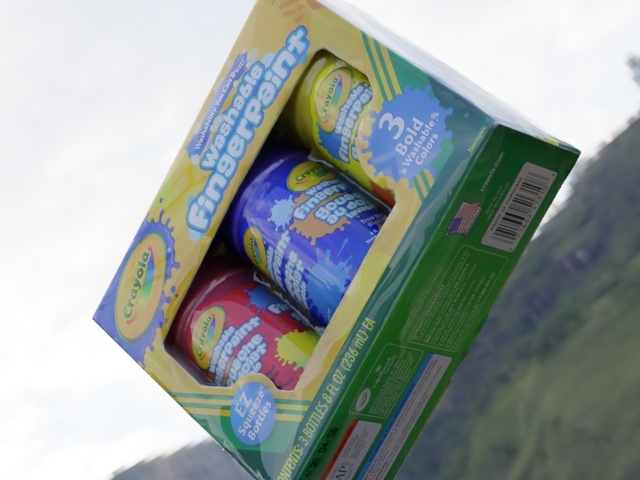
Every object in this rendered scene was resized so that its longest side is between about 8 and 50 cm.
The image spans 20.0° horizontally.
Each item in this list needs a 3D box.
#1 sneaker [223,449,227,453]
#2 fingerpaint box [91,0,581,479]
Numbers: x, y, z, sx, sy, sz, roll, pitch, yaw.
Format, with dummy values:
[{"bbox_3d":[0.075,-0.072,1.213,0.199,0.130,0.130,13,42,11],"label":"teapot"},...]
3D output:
[{"bbox_3d":[-0.088,0.250,2.646,0.279,0.118,0.107,109,-173,-47],"label":"sneaker"},{"bbox_3d":[0.000,0.000,1.907,0.163,0.371,0.444,15,-71,-48],"label":"fingerpaint box"}]
